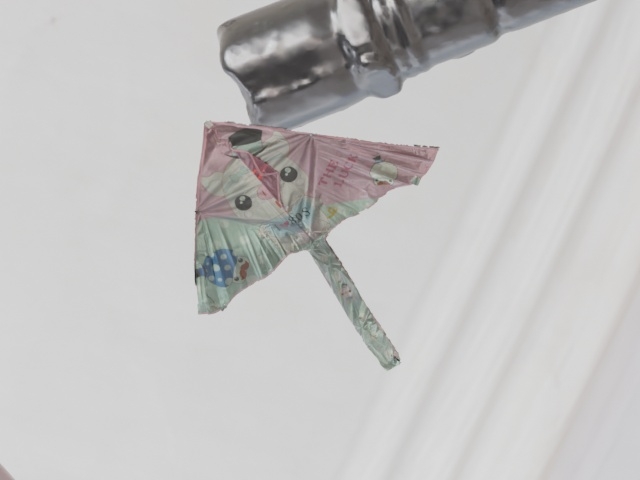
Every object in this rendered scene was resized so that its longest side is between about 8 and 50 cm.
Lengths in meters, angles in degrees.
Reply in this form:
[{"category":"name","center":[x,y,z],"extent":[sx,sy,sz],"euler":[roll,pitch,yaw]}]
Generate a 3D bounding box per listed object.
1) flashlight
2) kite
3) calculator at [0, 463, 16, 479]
[{"category":"flashlight","center":[0.130,-0.187,1.194],"extent":[0.424,0.103,0.103],"euler":[-20,-47,12]},{"category":"kite","center":[0.000,0.000,0.729],"extent":[0.137,0.005,0.152],"euler":[-35,-64,19]},{"category":"calculator","center":[-0.222,0.095,0.644],"extent":[0.330,0.220,0.048],"euler":[57,-146,-44]}]
